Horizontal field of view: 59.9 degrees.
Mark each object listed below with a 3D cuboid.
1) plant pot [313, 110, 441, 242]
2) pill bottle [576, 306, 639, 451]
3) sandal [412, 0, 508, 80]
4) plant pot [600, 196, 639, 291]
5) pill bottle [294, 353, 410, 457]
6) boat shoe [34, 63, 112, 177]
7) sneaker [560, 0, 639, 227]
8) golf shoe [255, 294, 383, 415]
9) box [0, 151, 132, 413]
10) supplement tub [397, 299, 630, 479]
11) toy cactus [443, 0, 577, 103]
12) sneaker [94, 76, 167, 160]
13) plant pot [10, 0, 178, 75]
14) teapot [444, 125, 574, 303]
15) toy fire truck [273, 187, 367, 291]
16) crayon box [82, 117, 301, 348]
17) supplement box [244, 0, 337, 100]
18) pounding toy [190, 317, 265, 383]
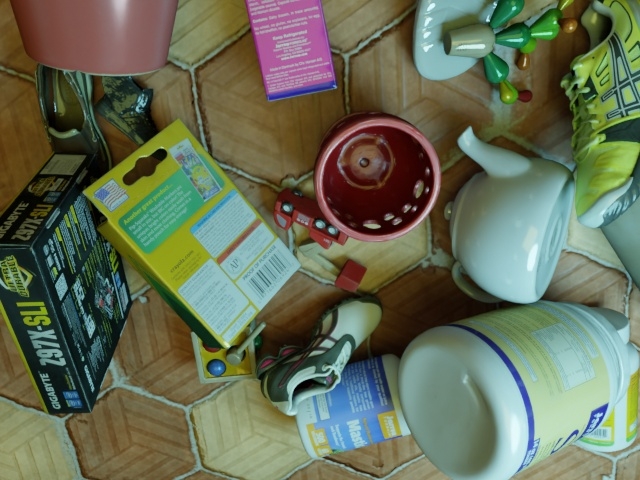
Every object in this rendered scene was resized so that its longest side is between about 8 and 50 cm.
[{"bbox_3d":[0.082,-0.112,0.892,0.190,0.174,0.191,0,108,-1],"label":"plant pot"},{"bbox_3d":[0.525,0.258,1.052,0.136,0.136,0.246,-9,109,2],"label":"pill bottle"},{"bbox_3d":[0.232,-0.447,0.820,0.169,0.102,0.417,-2,127,-20],"label":"sandal"},{"bbox_3d":[0.615,-0.018,0.893,0.280,0.323,0.323,44,103,2],"label":"plant pot"},{"bbox_3d":[0.094,0.303,1.049,0.271,0.152,0.153,-16,109,5],"label":"pill bottle"},{"bbox_3d":[-0.408,-0.174,0.900,0.095,0.095,0.258,-6,109,1],"label":"boat shoe"},{"bbox_3d":[0.435,-0.200,0.852,0.147,0.145,0.385,19,74,4],"label":"sneaker"},{"bbox_3d":[0.018,0.209,1.005,0.272,0.120,0.105,-35,127,-11],"label":"golf shoe"},{"bbox_3d":[-0.386,0.065,0.860,0.079,0.257,0.322,-1,126,-3],"label":"box"},{"bbox_3d":[0.320,0.230,0.912,0.331,0.241,0.241,-9,113,-32],"label":"supplement tub"},{"bbox_3d":[0.279,-0.297,0.840,0.180,0.112,0.219,-9,142,-8],"label":"toy cactus"},{"bbox_3d":[-0.298,-0.213,0.911,0.170,0.051,0.089,40,95,-22],"label":"sneaker"},{"bbox_3d":[-0.307,-0.373,0.760,0.274,0.275,0.243,7,120,-4],"label":"plant pot"},{"bbox_3d":[0.297,-0.023,0.927,0.186,0.252,0.256,16,89,31],"label":"teapot"},{"bbox_3d":[0.000,0.000,0.985,0.191,0.047,0.135,26,137,7],"label":"toy fire truck"},{"bbox_3d":[-0.207,-0.008,0.914,0.323,0.083,0.203,52,59,-16],"label":"crayon box"},{"bbox_3d":[-0.049,-0.336,0.845,0.113,0.111,0.220,-10,108,3],"label":"supplement box"},{"bbox_3d":[-0.161,0.193,1.031,0.141,0.100,0.130,-5,110,1],"label":"pounding toy"}]
